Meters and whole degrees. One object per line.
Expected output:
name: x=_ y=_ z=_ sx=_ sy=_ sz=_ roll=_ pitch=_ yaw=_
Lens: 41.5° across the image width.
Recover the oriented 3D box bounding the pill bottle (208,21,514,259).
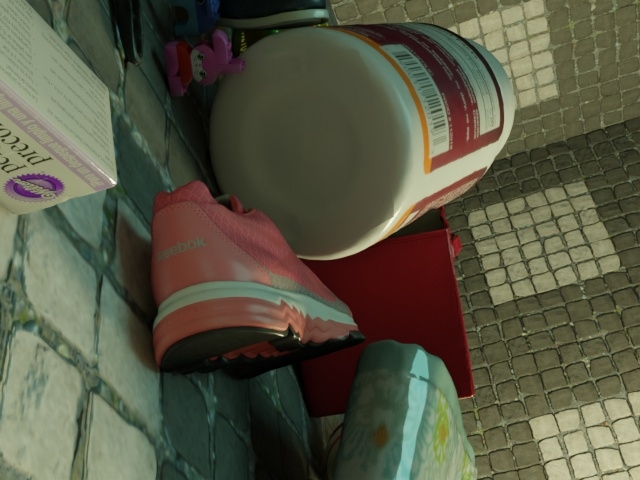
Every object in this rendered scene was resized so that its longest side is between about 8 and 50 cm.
pill bottle: x=0.073 y=-0.130 z=0.947 sx=0.392 sy=0.224 sz=0.224 roll=-26 pitch=100 yaw=-58

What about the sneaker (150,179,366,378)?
sneaker: x=-0.046 y=0.031 z=0.683 sx=0.314 sy=0.116 sz=0.136 roll=39 pitch=34 yaw=-73

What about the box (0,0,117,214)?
box: x=-0.178 y=-0.105 z=0.303 sx=0.324 sy=0.063 sz=0.067 roll=53 pitch=24 yaw=-64

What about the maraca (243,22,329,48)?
maraca: x=-0.040 y=-0.259 z=1.032 sx=0.127 sy=0.099 sz=0.185 roll=59 pitch=16 yaw=-29

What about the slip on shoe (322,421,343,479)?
slip on shoe: x=0.070 y=0.259 z=1.041 sx=0.101 sy=0.123 sz=0.331 roll=35 pitch=1 yaw=26

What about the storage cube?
storage cube: x=0.068 y=0.076 z=0.998 sx=0.183 sy=0.215 sz=0.193 roll=-63 pitch=142 yaw=-77

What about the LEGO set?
LEGO set: x=-0.097 y=-0.254 z=0.757 sx=0.087 sy=0.093 sz=0.227 roll=-88 pitch=175 yaw=-60

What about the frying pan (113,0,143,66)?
frying pan: x=-0.181 y=-0.319 z=0.726 sx=0.326 sy=0.053 sz=0.197 roll=-102 pitch=170 yaw=-45

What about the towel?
towel: x=0.084 y=0.305 z=0.779 sx=0.374 sy=0.090 sz=0.320 roll=59 pitch=35 yaw=-55

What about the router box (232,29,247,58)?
router box: x=-0.073 y=-0.199 z=1.126 sx=0.178 sy=0.046 sz=0.133 roll=-94 pitch=163 yaw=-53

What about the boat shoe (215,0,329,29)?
boat shoe: x=-0.064 y=-0.257 z=0.867 sx=0.254 sy=0.095 sz=0.079 roll=-145 pitch=-125 yaw=-63
